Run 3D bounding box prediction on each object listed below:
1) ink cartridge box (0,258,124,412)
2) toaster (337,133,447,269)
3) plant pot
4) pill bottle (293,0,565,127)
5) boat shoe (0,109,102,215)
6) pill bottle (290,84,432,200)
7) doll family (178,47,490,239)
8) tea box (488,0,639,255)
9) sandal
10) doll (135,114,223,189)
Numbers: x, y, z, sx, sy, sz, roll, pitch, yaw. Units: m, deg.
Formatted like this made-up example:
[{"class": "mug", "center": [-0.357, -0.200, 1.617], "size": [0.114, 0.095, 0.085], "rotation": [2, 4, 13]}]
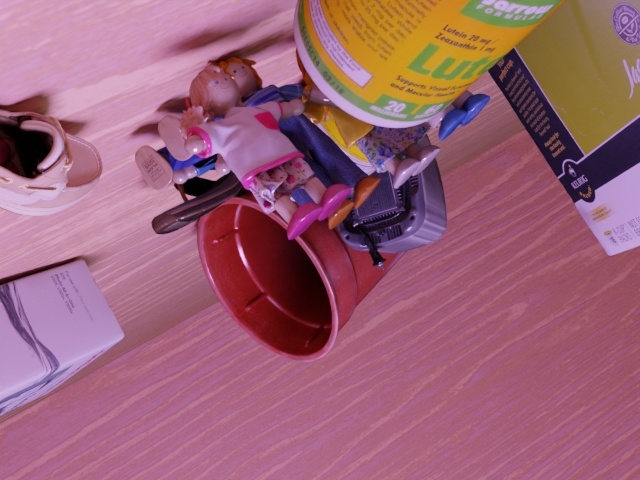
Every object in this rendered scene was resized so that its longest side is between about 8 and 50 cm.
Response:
[{"class": "ink cartridge box", "center": [-0.408, 0.147, 0.851], "size": [0.211, 0.122, 0.289], "rotation": [-34, 175, 33]}, {"class": "toaster", "center": [0.091, -0.070, 0.969], "size": [0.129, 0.227, 0.146], "rotation": [-18, 166, 24]}, {"class": "plant pot", "center": [0.000, 0.000, 1.133], "size": [0.265, 0.272, 0.272], "rotation": [-36, 179, -38]}, {"class": "pill bottle", "center": [0.088, -0.182, 0.444], "size": [0.136, 0.136, 0.245], "rotation": [-28, 174, -30]}, {"class": "boat shoe", "center": [-0.193, -0.054, 0.481], "size": [0.059, 0.063, 0.170], "rotation": [-26, 176, 21]}, {"class": "pill bottle", "center": [0.030, -0.125, 0.769], "size": [0.117, 0.117, 0.215], "rotation": [-25, 173, -47]}, {"class": "doll family", "center": [-0.006, -0.100, 0.594], "size": [0.263, 0.163, 0.118], "rotation": [-34, 167, -30]}, {"class": "tea box", "center": [0.350, -0.193, 0.731], "size": [0.219, 0.324, 0.329], "rotation": [-30, 173, -7]}, {"class": "sandal", "center": [-0.117, -0.073, 0.813], "size": [0.090, 0.060, 0.219], "rotation": [-28, -167, 44]}, {"class": "doll", "center": [-0.102, -0.095, 0.702], "size": [0.129, 0.046, 0.189], "rotation": [-44, 176, 27]}]
